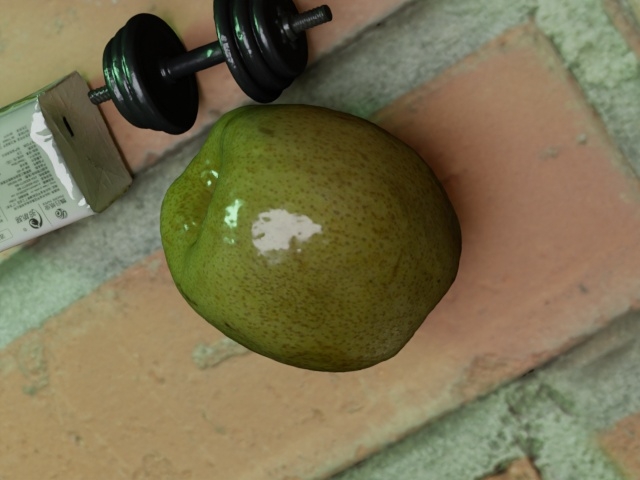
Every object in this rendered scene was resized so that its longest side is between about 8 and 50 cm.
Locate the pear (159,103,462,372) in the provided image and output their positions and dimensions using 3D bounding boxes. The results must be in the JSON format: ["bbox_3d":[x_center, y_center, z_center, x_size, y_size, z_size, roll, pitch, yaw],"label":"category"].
[{"bbox_3d":[0.000,0.000,1.368,0.211,0.228,0.188,20,86,-22],"label":"pear"}]

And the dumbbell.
[{"bbox_3d":[-0.086,-0.139,1.409,0.209,0.099,0.099,-17,102,23],"label":"dumbbell"}]

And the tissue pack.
[{"bbox_3d":[-0.244,-0.054,1.487,0.149,0.099,0.106,-20,103,22],"label":"tissue pack"}]
